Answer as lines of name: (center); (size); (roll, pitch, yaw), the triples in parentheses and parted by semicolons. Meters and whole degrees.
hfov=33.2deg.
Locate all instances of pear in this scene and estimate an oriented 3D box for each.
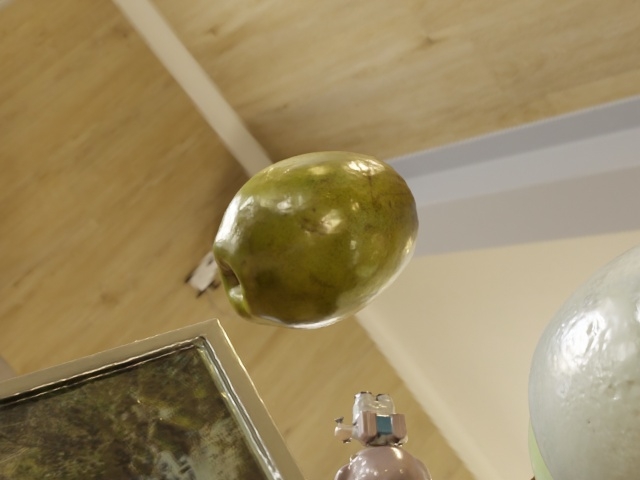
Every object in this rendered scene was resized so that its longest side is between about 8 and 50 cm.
pear: (0.000, 0.000, 1.543); (0.253, 0.307, 0.253); (162, -90, -72)

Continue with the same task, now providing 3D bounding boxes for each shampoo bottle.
shampoo bottle: (0.362, 0.150, 1.000); (0.322, 0.322, 0.317); (37, -39, 15)

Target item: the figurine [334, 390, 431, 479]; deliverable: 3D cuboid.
figurine: (0.085, 0.306, 1.449); (0.137, 0.229, 0.112); (14, -42, -22)

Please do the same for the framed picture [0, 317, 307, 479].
framed picture: (-0.118, 0.174, 0.622); (0.324, 0.240, 0.020); (-125, -155, -49)

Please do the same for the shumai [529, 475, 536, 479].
shumai: (0.332, 0.307, 1.162); (0.218, 0.184, 0.185); (-31, -44, 28)
